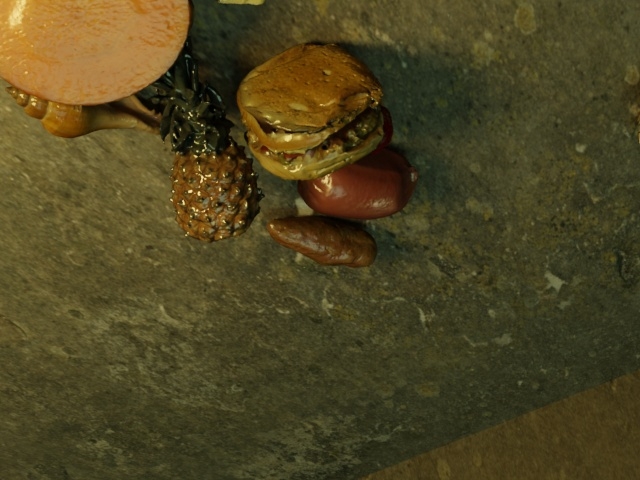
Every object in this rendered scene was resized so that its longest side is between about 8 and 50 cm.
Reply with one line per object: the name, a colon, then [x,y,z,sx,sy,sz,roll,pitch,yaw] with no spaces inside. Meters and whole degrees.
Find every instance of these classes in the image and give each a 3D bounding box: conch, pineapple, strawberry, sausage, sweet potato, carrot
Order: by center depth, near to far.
carrot: [-0.327,-0.310,1.282,0.307,0.100,0.258,-5,121,-7]
pineapple: [-0.200,-0.181,1.480,0.165,0.165,0.365,-16,115,0]
conch: [-0.358,-0.213,1.484,0.330,0.093,0.109,1,110,-56]
strawberry: [0.087,-0.203,1.661,0.106,0.106,0.106,-10,145,-7]
sausage: [0.063,-0.108,1.736,0.254,0.148,0.148,11,137,-36]
sweet potato: [0.000,0.000,1.906,0.251,0.097,0.097,12,137,-28]

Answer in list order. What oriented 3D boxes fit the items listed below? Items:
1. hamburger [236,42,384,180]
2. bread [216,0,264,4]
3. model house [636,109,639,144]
hamburger: [-0.015,-0.202,1.499,0.244,0.244,0.163,-12,135,-5]
bread: [-0.107,-0.394,1.323,0.080,0.084,0.109,-1,143,-23]
model house: [0.685,-0.260,1.736,0.178,0.271,0.206,-11,110,0]
